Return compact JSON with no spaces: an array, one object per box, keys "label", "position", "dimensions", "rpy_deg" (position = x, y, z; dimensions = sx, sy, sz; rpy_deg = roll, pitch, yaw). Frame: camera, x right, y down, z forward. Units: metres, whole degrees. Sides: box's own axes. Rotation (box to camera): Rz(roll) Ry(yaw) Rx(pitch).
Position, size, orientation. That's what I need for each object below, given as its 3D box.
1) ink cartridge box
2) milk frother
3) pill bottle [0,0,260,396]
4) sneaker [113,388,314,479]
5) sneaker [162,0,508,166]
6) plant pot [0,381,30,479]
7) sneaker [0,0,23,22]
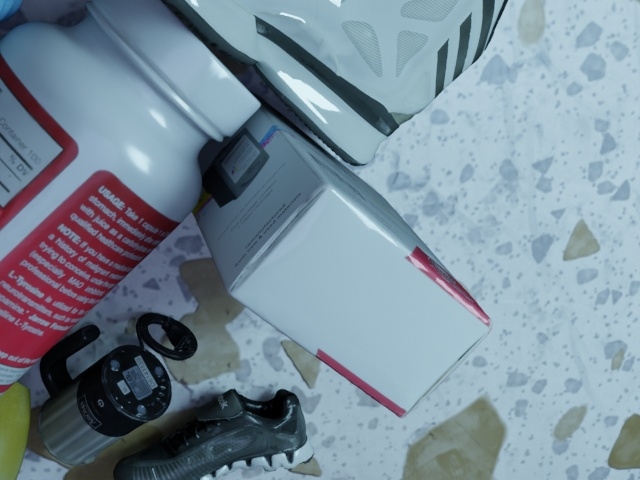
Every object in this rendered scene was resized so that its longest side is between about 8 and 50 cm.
[{"label":"ink cartridge box","position":[0.000,0.000,1.008],"dimensions":[0.226,0.306,0.131],"rpy_deg":[38,97,-26]},{"label":"milk frother","position":[-0.214,0.155,1.127],"dimensions":[0.143,0.129,0.135],"rpy_deg":[1,152,-48]},{"label":"pill bottle","position":[-0.260,-0.046,0.951],"dimensions":[0.408,0.229,0.229],"rpy_deg":[-43,117,3]},{"label":"sneaker","position":[-0.122,0.221,1.191],"dimensions":[0.234,0.078,0.106],"rpy_deg":[-9,111,-18]},{"label":"sneaker","position":[0.006,-0.267,0.923],"dimensions":[0.257,0.169,0.447],"rpy_deg":[-39,140,13]},{"label":"plant pot","position":[-0.355,0.181,1.081],"dimensions":[0.134,0.134,0.095],"rpy_deg":[34,72,-26]},{"label":"sneaker","position":[-0.398,-0.211,0.909],"dimensions":[0.319,0.208,0.127],"rpy_deg":[4,121,20]}]
